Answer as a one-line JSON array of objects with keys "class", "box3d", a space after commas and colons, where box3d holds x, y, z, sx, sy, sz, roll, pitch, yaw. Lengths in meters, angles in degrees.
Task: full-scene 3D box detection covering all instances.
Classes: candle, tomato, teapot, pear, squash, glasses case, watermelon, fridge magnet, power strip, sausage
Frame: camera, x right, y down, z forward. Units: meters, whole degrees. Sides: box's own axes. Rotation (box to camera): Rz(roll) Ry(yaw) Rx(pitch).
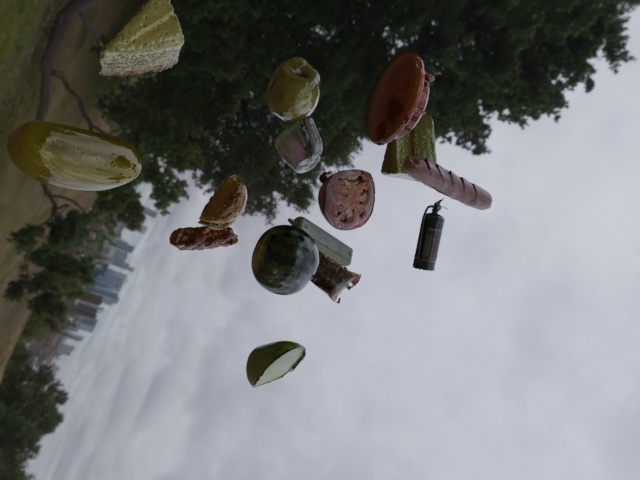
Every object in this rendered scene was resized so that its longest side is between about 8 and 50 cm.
[{"class": "candle", "box3d": [0.035, -0.349, 2.343, 0.329, 0.048, 0.051, -56, 169, -75]}, {"class": "tomato", "box3d": [0.116, -0.211, 2.193, 0.144, 0.338, 0.338, 20, -94, 56]}, {"class": "teapot", "box3d": [-0.062, -0.386, 1.775, 0.222, 0.163, 0.178, -37, -105, 29]}, {"class": "pear", "box3d": [-0.099, -0.531, 1.561, 0.211, 0.188, 0.228, 121, -20, -53]}, {"class": "squash", "box3d": [-0.188, 0.586, 2.073, 0.309, 0.234, 0.210, -18, -100, 49]}, {"class": "glasses case", "box3d": [-0.715, -0.245, 1.305, 0.141, 0.371, 0.173, -9, -94, 28]}, {"class": "watermelon", "box3d": [-0.130, 0.071, 1.606, 0.269, 0.269, 0.269, -45, -149, 37]}, {"class": "fridge magnet", "box3d": [0.289, -0.542, 1.671, 0.363, 0.155, 0.363, -44, -141, 52]}, {"class": "power strip", "box3d": [0.000, 0.000, 1.941, 0.066, 0.388, 0.092, -23, -134, 42]}, {"class": "sausage", "box3d": [0.425, -0.189, 1.437, 0.088, 0.433, 0.087, -33, -133, 45]}]

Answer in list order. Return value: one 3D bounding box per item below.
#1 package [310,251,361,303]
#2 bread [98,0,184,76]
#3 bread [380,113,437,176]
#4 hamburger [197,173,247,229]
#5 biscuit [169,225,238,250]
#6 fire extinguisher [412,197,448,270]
[{"class": "package", "box3d": [0.036, 0.175, 2.173, 0.223, 0.288, 0.108, -53, 175, 33]}, {"class": "bread", "box3d": [-0.706, -0.799, 1.648, 0.248, 0.315, 0.279, 5, -73, 62]}, {"class": "bread", "box3d": [0.458, -0.479, 2.118, 0.245, 0.233, 0.361, -157, -104, -80]}, {"class": "hamburger", "box3d": [-0.414, -0.166, 1.925, 0.283, 0.157, 0.144, -61, 179, -25]}, {"class": "biscuit", "box3d": [-0.590, -0.008, 2.155, 0.312, 0.318, 0.110, 171, -87, -68]}, {"class": "fire extinguisher", "box3d": [0.434, -0.029, 1.702, 0.093, 0.118, 0.294, -152, -110, -63]}]
